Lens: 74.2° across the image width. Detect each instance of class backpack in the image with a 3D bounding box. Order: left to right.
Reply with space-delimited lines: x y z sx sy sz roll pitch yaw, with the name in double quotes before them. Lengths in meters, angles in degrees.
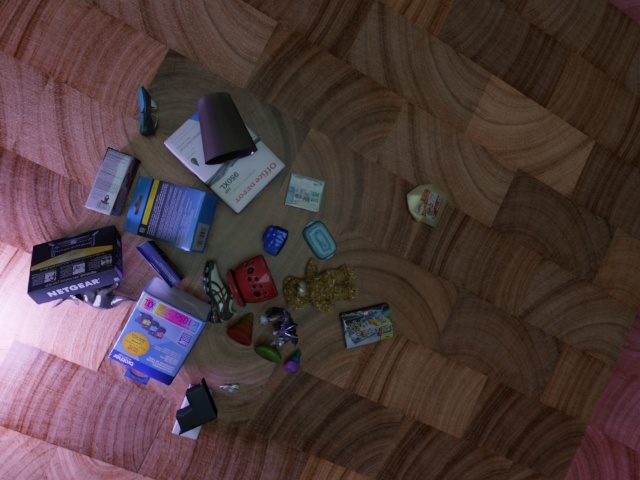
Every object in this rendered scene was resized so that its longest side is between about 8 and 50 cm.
"backpack" -0.201 0.001 1.826 0.101 0.098 0.120 25 100 -2

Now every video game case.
"video game case" -0.070 -0.212 1.882 0.157 0.019 0.143 13 90 -13

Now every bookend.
"bookend" -0.512 0.659 1.686 0.157 0.072 0.156 -22 95 -10

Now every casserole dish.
"casserole dish" 0.000 0.000 1.895 0.114 0.037 0.188 -33 99 -8

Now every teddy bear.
"teddy bear" 0.008 0.205 1.867 0.338 0.113 0.244 10 88 -12

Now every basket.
"basket" -0.367 -0.420 1.581 0.205 0.154 0.226 -19 91 -13

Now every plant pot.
"plant pot" -0.287 0.175 1.765 0.174 0.191 0.191 -22 96 -8

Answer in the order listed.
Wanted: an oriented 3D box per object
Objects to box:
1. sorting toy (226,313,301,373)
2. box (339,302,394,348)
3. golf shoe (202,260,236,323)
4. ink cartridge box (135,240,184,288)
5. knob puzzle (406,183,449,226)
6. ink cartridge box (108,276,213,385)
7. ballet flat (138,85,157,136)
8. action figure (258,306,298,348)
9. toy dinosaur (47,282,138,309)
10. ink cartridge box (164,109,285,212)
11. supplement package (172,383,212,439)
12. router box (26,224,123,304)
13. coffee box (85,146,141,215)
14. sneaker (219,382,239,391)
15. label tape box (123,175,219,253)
"sorting toy" -0.227 0.439 1.848 0.366 0.127 0.126 35 55 -13
"box" 0.214 0.389 1.948 0.233 0.044 0.159 -11 94 -11
"golf shoe" -0.432 0.213 1.794 0.120 0.105 0.272 -9 100 -26
"ink cartridge box" -0.631 0.090 1.680 0.045 0.208 0.206 -39 99 -8
"knob puzzle" 0.488 -0.177 1.992 0.213 0.030 0.213 -1 93 -12
"ink cartridge box" -0.642 0.387 1.685 0.270 0.151 0.395 30 106 -10
"ballet flat" -0.700 -0.521 1.722 0.074 0.074 0.203 -3 86 -12
"action figure" -0.169 0.360 1.750 0.141 0.276 0.164 -22 96 -11
"toy dinosaur" -0.891 0.211 1.696 0.314 0.121 0.160 18 100 -16
"ink cartridge box" -0.383 -0.340 1.737 0.395 0.166 0.285 45 83 -10
"supplement package" -0.534 0.715 1.775 0.105 0.105 0.179 22 86 -12
"router box" -0.925 0.086 1.612 0.309 0.242 0.081 -16 140 -10
"coffee box" -0.812 -0.227 1.667 0.098 0.141 0.246 20 87 -11
"sneaker" -0.395 0.643 1.838 0.083 0.032 0.036 3 91 -11
"label tape box" -0.604 -0.108 1.713 0.334 0.106 0.240 16 89 19
